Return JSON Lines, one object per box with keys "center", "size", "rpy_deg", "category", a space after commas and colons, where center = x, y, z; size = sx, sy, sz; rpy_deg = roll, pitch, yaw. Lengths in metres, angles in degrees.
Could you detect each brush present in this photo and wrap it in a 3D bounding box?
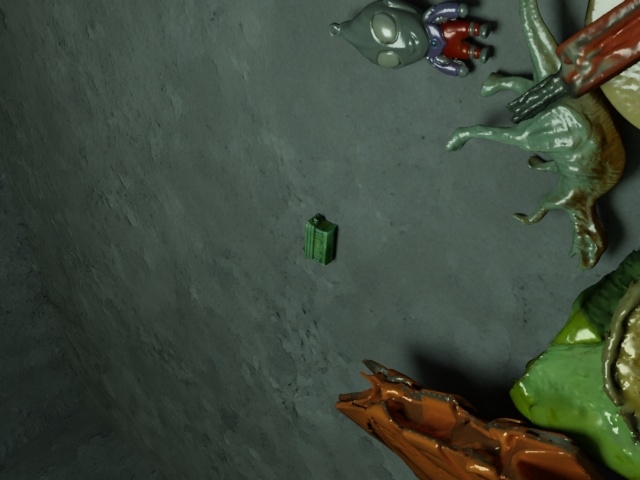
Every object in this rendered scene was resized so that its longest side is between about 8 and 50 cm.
{"center": [0.276, -0.185, 0.538], "size": [0.051, 0.070, 0.323], "rpy_deg": [60, 145, 3], "category": "brush"}

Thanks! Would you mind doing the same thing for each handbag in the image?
{"center": [0.236, 0.328, 0.926], "size": [0.303, 0.116, 0.410], "rpy_deg": [48, 160, -27], "category": "handbag"}

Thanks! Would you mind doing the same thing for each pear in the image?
{"center": [0.390, 0.195, 0.747], "size": [0.282, 0.176, 0.286], "rpy_deg": [39, 140, 19], "category": "pear"}

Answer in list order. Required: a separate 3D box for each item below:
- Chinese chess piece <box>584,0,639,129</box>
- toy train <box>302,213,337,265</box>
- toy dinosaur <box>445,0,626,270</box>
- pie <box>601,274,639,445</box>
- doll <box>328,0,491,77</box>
{"center": [0.369, -0.201, 0.559], "size": [0.251, 0.097, 0.251], "rpy_deg": [28, 134, 33], "category": "Chinese chess piece"}
{"center": [0.000, 0.000, 1.145], "size": [0.056, 0.038, 0.093], "rpy_deg": [26, 132, 26], "category": "toy train"}
{"center": [0.252, -0.155, 0.722], "size": [0.205, 0.092, 0.393], "rpy_deg": [22, 129, 38], "category": "toy dinosaur"}
{"center": [0.412, 0.119, 0.594], "size": [0.274, 0.055, 0.274], "rpy_deg": [0, 90, 17], "category": "pie"}
{"center": [0.109, -0.267, 0.818], "size": [0.227, 0.075, 0.102], "rpy_deg": [16, 137, 26], "category": "doll"}
